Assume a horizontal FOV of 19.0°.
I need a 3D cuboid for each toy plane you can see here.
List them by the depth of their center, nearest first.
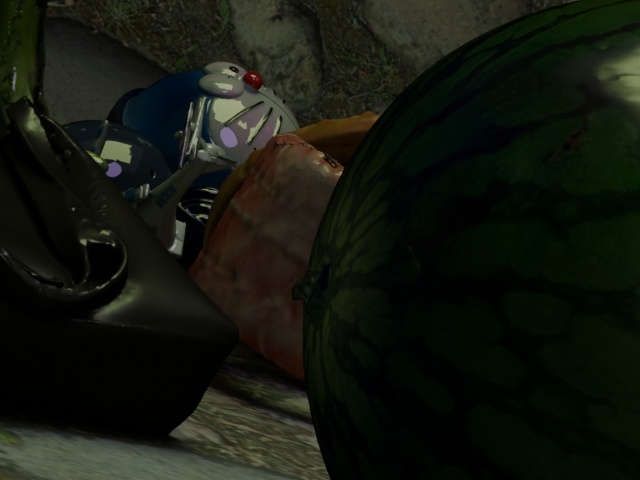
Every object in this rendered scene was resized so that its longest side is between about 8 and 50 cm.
[{"bbox_3d":[-0.133,-0.027,1.525,0.107,0.273,0.182,22,39,-23],"label":"toy plane"}]

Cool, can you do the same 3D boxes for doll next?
[{"bbox_3d":[-0.089,-0.050,1.996,0.310,0.240,0.284,33,23,-20],"label":"doll"}]

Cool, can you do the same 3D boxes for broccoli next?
[{"bbox_3d":[-0.247,-0.094,1.467,0.177,0.275,0.198,18,14,-42],"label":"broccoli"}]

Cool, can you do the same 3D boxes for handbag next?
[{"bbox_3d":[-0.208,-0.012,1.145,0.285,0.113,0.257,15,29,-39],"label":"handbag"}]

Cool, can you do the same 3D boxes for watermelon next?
[{"bbox_3d":[0.161,0.051,0.909,0.363,0.363,0.363,19,4,-1],"label":"watermelon"}]

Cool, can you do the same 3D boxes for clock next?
[{"bbox_3d":[-0.235,-0.038,1.756,0.199,0.147,0.243,19,11,29],"label":"clock"}]

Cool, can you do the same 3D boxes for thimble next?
[{"bbox_3d":[0.021,0.036,1.490,0.239,0.162,0.239,32,1,-1],"label":"thimble"}]

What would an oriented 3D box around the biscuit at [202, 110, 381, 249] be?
[{"bbox_3d":[0.000,0.000,1.667,0.204,0.309,0.040,2,47,-4],"label":"biscuit"}]
